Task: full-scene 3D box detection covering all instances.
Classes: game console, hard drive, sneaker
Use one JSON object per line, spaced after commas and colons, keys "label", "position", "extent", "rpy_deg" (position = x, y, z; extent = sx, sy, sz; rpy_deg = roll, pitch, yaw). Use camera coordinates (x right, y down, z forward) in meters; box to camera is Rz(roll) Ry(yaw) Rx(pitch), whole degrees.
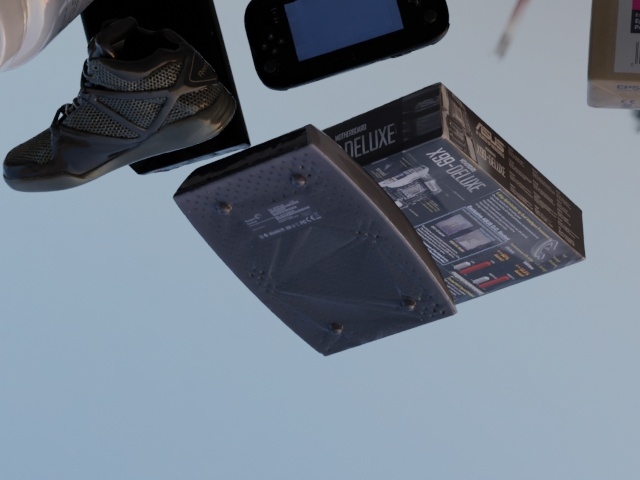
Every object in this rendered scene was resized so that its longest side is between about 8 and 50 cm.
{"label": "game console", "position": [-0.055, -0.210, 1.930], "extent": [0.361, 0.213, 0.044], "rpy_deg": [-16, 175, 10]}
{"label": "hard drive", "position": [0.000, 0.000, 1.807], "extent": [0.254, 0.172, 0.054], "rpy_deg": [48, -145, -35]}
{"label": "sneaker", "position": [-0.202, -0.125, 1.729], "extent": [0.130, 0.227, 0.087], "rpy_deg": [59, -154, -27]}

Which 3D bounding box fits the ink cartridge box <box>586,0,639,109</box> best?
{"label": "ink cartridge box", "position": [0.440, -0.255, 2.318], "extent": [0.235, 0.193, 0.088], "rpy_deg": [3, 162, 9]}

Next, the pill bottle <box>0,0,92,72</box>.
{"label": "pill bottle", "position": [-0.286, -0.247, 1.746], "extent": [0.160, 0.160, 0.283], "rpy_deg": [25, -146, 3]}

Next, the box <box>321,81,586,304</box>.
{"label": "box", "position": [0.117, -0.036, 2.183], "extent": [0.307, 0.242, 0.076], "rpy_deg": [36, -137, -42]}
